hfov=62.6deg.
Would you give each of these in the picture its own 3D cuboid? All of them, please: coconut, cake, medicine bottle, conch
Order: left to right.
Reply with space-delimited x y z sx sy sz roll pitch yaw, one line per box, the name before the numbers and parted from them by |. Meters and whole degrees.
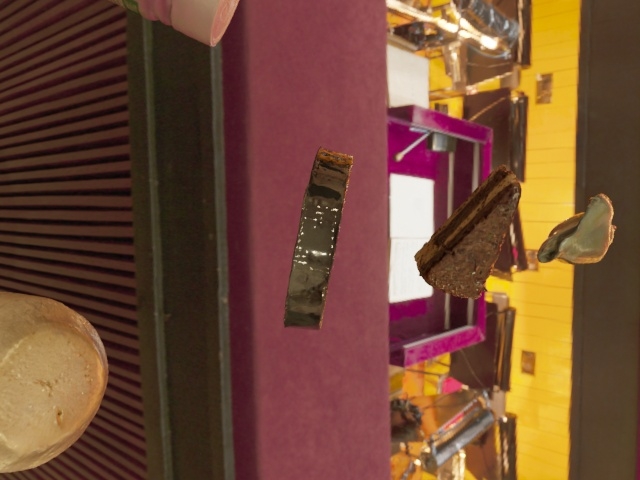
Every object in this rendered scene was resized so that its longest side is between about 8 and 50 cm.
coconut | -0.449 0.191 0.738 0.237 0.265 0.238 -6 97 -54
medicine bottle | -0.307 -0.513 0.943 0.325 0.212 0.212 23 72 -10
cake | 0.259 -0.019 0.968 0.112 0.134 0.246 -99 -164 -58
conch | 0.327 -0.007 0.643 0.180 0.088 0.065 -13 64 -39

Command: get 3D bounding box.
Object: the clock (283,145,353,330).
clock | -0.001 -0.001 0.888 0.312 0.061 0.313 11 90 -88
